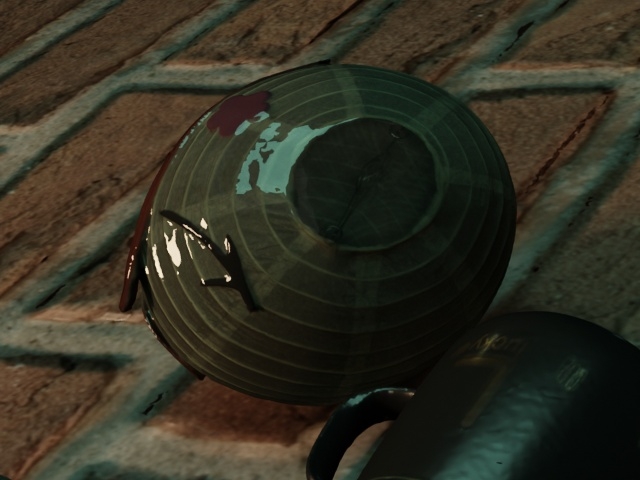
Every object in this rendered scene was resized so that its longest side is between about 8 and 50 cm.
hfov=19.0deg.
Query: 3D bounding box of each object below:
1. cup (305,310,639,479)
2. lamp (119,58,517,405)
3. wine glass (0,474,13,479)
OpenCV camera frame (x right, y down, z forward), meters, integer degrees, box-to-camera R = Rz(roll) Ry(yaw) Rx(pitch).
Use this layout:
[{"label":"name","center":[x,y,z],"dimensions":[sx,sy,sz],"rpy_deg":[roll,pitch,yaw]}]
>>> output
[{"label":"cup","center":[0.083,0.138,1.008],"dimensions":[0.223,0.169,0.176],"rpy_deg":[10,41,38]},{"label":"lamp","center":[0.000,0.000,1.282],"dimensions":[0.265,0.233,0.233],"rpy_deg":[-42,35,-25]},{"label":"wine glass","center":[-0.246,0.184,1.120],"dimensions":[0.241,0.126,0.126],"rpy_deg":[7,31,38]}]
